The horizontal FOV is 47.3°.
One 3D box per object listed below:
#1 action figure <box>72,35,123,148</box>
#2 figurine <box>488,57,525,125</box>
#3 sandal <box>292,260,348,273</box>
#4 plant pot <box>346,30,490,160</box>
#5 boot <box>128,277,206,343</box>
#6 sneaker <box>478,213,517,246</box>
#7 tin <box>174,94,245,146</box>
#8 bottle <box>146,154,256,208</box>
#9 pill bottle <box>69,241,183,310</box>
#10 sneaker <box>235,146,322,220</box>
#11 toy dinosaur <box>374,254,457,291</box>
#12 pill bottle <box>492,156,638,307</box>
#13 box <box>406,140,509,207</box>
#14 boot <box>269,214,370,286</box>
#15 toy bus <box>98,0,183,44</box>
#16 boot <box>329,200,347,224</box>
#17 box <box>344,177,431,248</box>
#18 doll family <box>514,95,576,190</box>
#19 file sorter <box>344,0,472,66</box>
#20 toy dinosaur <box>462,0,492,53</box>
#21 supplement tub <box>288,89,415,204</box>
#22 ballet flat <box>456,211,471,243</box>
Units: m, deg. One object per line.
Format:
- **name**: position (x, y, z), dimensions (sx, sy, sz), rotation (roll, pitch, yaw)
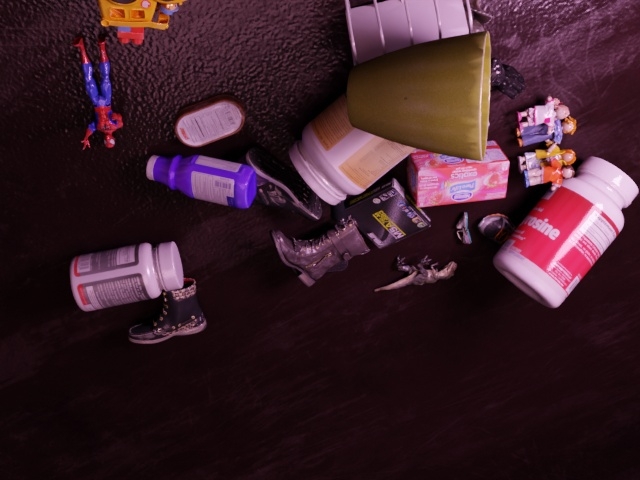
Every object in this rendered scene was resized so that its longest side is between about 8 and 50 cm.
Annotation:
- **action figure**: position (-0.539, -0.335, 1.771), dimensions (0.092, 0.139, 0.280), rotation (-5, 127, -4)
- **figurine**: position (0.401, -0.364, 1.853), dimensions (0.215, 0.092, 0.209), rotation (-47, 160, 21)
- **sandal**: position (-0.006, 0.068, 2.193), dimensions (0.179, 0.040, 0.067), rotation (-2, 129, -19)
- **plant pot**: position (0.215, -0.314, 1.605), dimensions (0.294, 0.274, 0.274), rotation (3, 127, 16)
- **boot**: position (-0.470, 0.209, 2.188), dimensions (0.237, 0.085, 0.178), rotation (-10, 124, -10)
- **sneaker**: position (0.568, -0.009, 2.200), dimensions (0.215, 0.083, 0.084), rotation (24, 119, -22)
- **tin**: position (-0.287, -0.308, 1.887), dimensions (0.190, 0.040, 0.106), rotation (-20, 121, 5)
- **bottle**: position (-0.310, -0.163, 1.903), dimensions (0.283, 0.092, 0.118), rotation (12, 137, 10)
- **pill bottle**: position (-0.539, 0.096, 2.050), dimensions (0.283, 0.161, 0.161), rotation (-11, 125, -2)
- **sneaker**: position (-0.124, -0.136, 2.009), dimensions (0.283, 0.107, 0.124), rotation (38, 126, -25)
- **toy dinosaur**: position (0.291, 0.099, 2.247), dimensions (0.268, 0.064, 0.118), rotation (-13, 132, 4)
- **pill bottle**: position (0.699, -0.028, 2.070), dimensions (0.229, 0.229, 0.407), rotation (40, 89, -29)
- **box**: position (0.376, -0.185, 2.020), dimensions (0.257, 0.128, 0.122), rotation (-7, 125, -5)
- **boot**: position (0.000, 0.000, 2.077), dimensions (0.229, 0.091, 0.263), rotation (-35, 134, 6)
- **toy bus**: position (-0.397, -0.544, 1.650), dimensions (0.220, 0.149, 0.211), rotation (-1, 138, -11)
- **boot**: position (0.052, -0.115, 2.025), dimensions (0.045, 0.121, 0.099), rotation (-1, 131, -11)
- **box**: position (0.189, -0.074, 2.087), dimensions (0.184, 0.045, 0.191), rotation (-26, 127, 30)
- **doll family**: position (0.629, -0.274, 2.025), dimensions (0.163, 0.118, 0.262), rotation (-10, 108, 5)
- **file sorter**: position (0.196, -0.507, 1.669), dimensions (0.278, 0.192, 0.173), rotation (-10, 165, 8)
- **toy dinosaur**: position (0.364, -0.473, 1.824), dimensions (0.160, 0.121, 0.313), rotation (-12, 123, 7)
- **supplement tub**: position (0.098, -0.260, 1.862), dimensions (0.316, 0.228, 0.228), rotation (-38, 122, 17)
- **ballet flat**: position (0.427, -0.035, 2.188), dimensions (0.041, 0.041, 0.114), rotation (-15, 125, 2)
